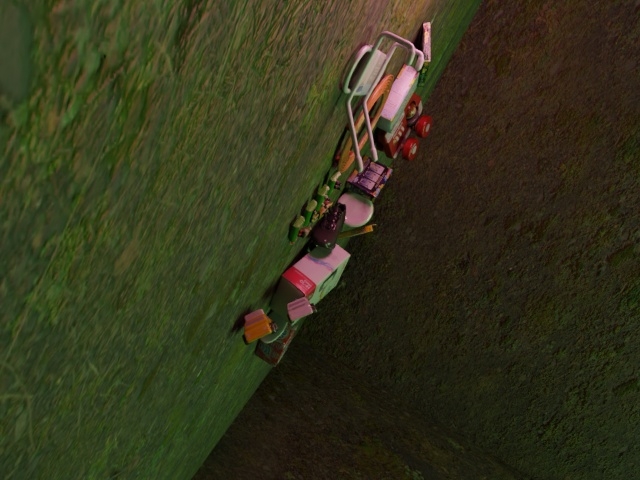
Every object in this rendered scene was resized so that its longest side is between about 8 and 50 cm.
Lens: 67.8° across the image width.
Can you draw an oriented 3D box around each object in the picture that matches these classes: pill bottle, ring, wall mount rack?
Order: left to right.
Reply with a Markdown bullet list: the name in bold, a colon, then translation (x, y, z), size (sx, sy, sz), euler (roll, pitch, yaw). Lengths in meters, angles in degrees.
- **pill bottle**: translation (0.162, -0.138, 2.150), size (0.162, 0.162, 0.278), euler (-60, 174, 6)
- **ring**: translation (0.133, -0.366, 1.498), size (0.336, 0.032, 0.336), euler (-59, 174, -11)
- **wall mount rack**: translation (0.137, -0.344, 1.181), size (0.304, 0.131, 0.350), euler (-62, 172, 22)

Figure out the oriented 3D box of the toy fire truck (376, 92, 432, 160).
- **toy fire truck**: translation (0.351, -0.505, 2.045), size (0.302, 0.170, 0.254), euler (-59, 155, -10)

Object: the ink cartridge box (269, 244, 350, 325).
- **ink cartridge box**: translation (-0.040, 0.161, 1.893), size (0.306, 0.131, 0.226), euler (-37, 159, -40)

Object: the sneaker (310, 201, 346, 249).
- **sneaker**: translation (0.038, -0.066, 1.889), size (0.286, 0.109, 0.130), euler (-67, 176, -60)

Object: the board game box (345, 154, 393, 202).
- **board game box**: translation (0.205, -0.262, 2.006), size (0.170, 0.141, 0.048), euler (-56, 171, -28)

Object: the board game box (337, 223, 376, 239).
- **board game box**: translation (0.137, -0.033, 2.219), size (0.260, 0.039, 0.124), euler (-16, 179, 7)

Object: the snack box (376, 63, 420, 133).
- **snack box**: translation (0.283, -0.520, 1.763), size (0.207, 0.070, 0.174), euler (-61, 173, 1)

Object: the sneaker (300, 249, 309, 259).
- **sneaker**: translation (-0.065, 0.085, 1.979), size (0.057, 0.047, 0.119), euler (-51, 163, -19)

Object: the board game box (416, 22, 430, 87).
- **board game box**: translation (0.369, -0.658, 1.712), size (0.260, 0.031, 0.136), euler (3, 84, -83)

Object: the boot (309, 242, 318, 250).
- **boot**: translation (0.000, 0.000, 2.021), size (0.087, 0.042, 0.118), euler (-41, 171, -43)

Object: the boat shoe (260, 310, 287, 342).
- **boat shoe**: translation (-0.177, 0.327, 2.004), size (0.088, 0.096, 0.267), euler (104, 9, -52)

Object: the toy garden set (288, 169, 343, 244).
- **toy garden set**: translation (-0.014, -0.080, 1.518), size (0.244, 0.049, 0.203), euler (-53, 175, -25)

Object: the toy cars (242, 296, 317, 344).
- **toy cars**: translation (-0.137, 0.250, 1.592), size (0.177, 0.087, 0.394), euler (-28, 173, 37)

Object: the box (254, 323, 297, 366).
- **box**: translation (-0.208, 0.462, 2.205), size (0.128, 0.123, 0.256), euler (-55, 172, -38)
